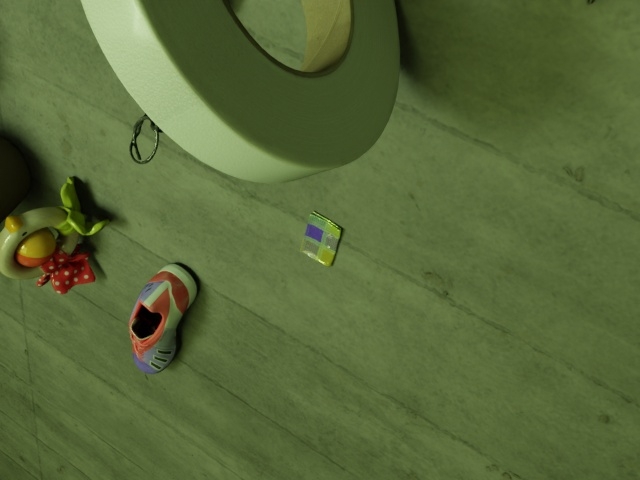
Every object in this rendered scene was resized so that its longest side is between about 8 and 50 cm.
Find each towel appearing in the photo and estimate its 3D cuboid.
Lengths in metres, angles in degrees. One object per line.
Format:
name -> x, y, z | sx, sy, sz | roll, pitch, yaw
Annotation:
towel -> 0.000, 0.000, 1.073 | 0.060, 0.009, 0.083 | 32, 132, 15

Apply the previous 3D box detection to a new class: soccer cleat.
soccer cleat -> -0.331, 0.174, 1.348 | 0.108, 0.116, 0.318 | 38, 133, 9

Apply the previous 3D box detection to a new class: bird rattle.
bird rattle -> -0.526, 0.003, 1.329 | 0.143, 0.206, 0.253 | 53, 127, 19

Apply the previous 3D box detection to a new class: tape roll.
tape roll -> -0.058, -0.253, 0.689 | 0.072, 0.392, 0.392 | -11, 111, 41

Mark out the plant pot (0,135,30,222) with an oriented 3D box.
plant pot -> -0.698, -0.103, 1.337 | 0.262, 0.229, 0.263 | 13, 123, 20

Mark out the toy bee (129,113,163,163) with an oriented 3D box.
toy bee -> -0.218, -0.260, 0.983 | 0.195, 0.162, 0.299 | 12, 100, 39
